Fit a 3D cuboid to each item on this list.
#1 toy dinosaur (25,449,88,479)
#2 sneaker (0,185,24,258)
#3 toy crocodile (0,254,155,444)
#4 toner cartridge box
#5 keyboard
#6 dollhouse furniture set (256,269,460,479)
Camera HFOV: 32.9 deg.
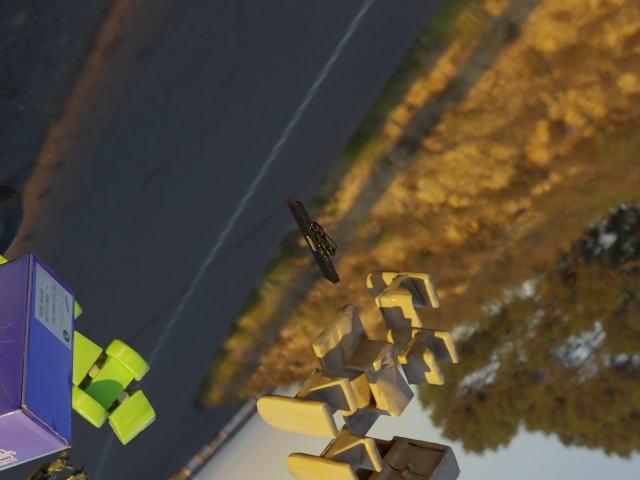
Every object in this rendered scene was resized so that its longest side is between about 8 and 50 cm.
[{"bbox_3d":[-0.488,0.425,1.937,0.118,0.064,0.268,-22,166,-2],"label":"toy dinosaur"},{"bbox_3d":[-0.490,0.011,1.464,0.130,0.109,0.286,-35,-166,44],"label":"sneaker"},{"bbox_3d":[-0.351,0.152,1.493,0.115,0.340,0.105,-52,-155,-19],"label":"toy crocodile"},{"bbox_3d":[-0.385,0.146,0.951,0.348,0.165,0.075,-19,138,13],"label":"toner cartridge box"},{"bbox_3d":[0.000,0.000,2.133,0.038,0.192,0.100,-32,-157,-12],"label":"keyboard"},{"bbox_3d":[0.058,0.303,1.938,0.256,0.394,0.362,2,-144,38],"label":"dollhouse furniture set"}]
